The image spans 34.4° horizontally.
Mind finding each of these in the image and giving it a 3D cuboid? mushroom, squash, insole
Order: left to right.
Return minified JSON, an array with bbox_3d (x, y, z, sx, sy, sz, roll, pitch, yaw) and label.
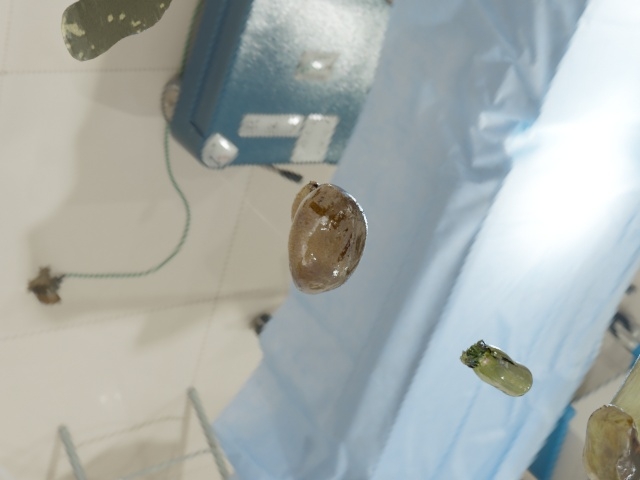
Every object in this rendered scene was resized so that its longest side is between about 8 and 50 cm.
[{"bbox_3d":[-0.230,-0.272,1.198,0.248,0.011,0.081,-55,138,-53],"label":"insole"},{"bbox_3d":[0.000,0.000,1.090,0.127,0.087,0.127,-50,149,-47],"label":"mushroom"},{"bbox_3d":[0.241,0.173,1.383,0.052,0.052,0.183,-49,143,4],"label":"squash"},{"bbox_3d":[0.383,0.148,1.124,0.333,0.087,0.107,-41,144,-39],"label":"mushroom"}]
